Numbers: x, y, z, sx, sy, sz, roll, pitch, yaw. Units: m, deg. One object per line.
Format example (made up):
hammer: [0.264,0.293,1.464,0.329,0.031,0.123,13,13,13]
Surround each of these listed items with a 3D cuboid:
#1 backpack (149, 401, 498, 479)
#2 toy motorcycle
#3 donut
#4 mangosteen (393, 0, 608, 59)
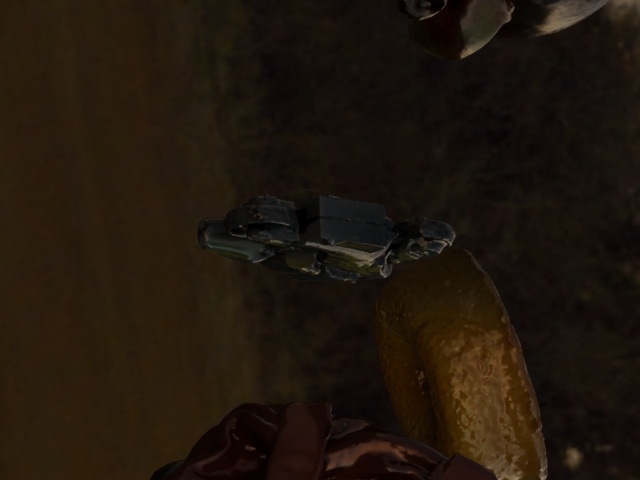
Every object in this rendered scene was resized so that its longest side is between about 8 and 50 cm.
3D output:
backpack: [-0.003,0.198,0.759,0.139,0.229,0.229,112,-24,-61]
toy motorcycle: [0.000,0.000,1.120,0.124,0.193,0.061,-29,-120,59]
donut: [0.143,0.152,1.602,0.303,0.110,0.303,162,-90,-80]
mangosteen: [0.142,-0.259,1.180,0.265,0.228,0.228,-44,138,-32]
